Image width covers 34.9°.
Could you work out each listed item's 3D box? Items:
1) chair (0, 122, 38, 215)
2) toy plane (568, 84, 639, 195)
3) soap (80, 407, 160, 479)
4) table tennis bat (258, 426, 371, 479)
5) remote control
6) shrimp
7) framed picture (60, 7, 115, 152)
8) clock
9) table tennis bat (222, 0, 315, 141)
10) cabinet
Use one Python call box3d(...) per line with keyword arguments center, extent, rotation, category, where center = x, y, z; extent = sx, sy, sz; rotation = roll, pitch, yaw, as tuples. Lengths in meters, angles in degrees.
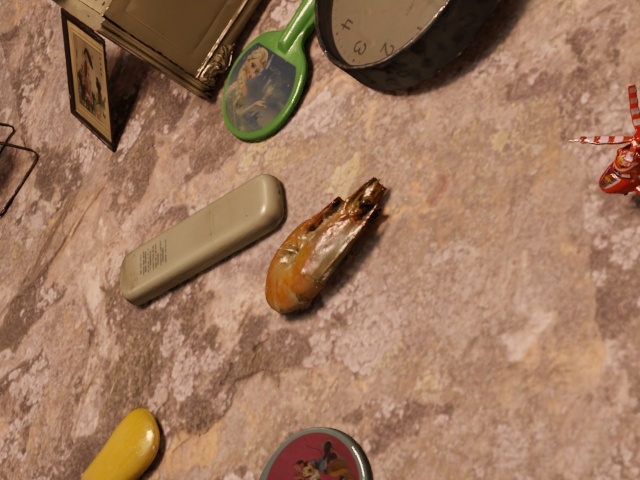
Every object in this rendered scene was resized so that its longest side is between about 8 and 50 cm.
box3d(center=(-0.650, -0.161, 1.817), extent=(0.140, 0.221, 0.145), rotation=(39, 100, 46), category="chair")
box3d(center=(0.348, -0.110, 0.968), extent=(0.194, 0.077, 0.126), rotation=(-47, 49, 5), category="toy plane")
box3d(center=(-0.276, 0.302, 1.385), extent=(0.168, 0.033, 0.089), rotation=(-47, 44, 16), category="soap")
box3d(center=(-0.039, 0.317, 1.159), extent=(0.244, 0.040, 0.153), rotation=(-44, 47, 13), category="table tennis bat")
box3d(center=(-0.174, 0.000, 1.427), extent=(0.310, 0.038, 0.090), rotation=(-29, 52, 30), category="remote control")
box3d(center=(-0.002, -0.001, 1.260), extent=(0.217, 0.051, 0.115), rotation=(-49, 43, 18), category="shrimp")
box3d(center=(-0.387, -0.269, 1.699), extent=(0.199, 0.010, 0.195), rotation=(38, 136, 46), category="framed picture")
box3d(center=(0.109, -0.340, 1.276), extent=(0.313, 0.061, 0.312), rotation=(-27, 53, 42), category="clock")
box3d(center=(-0.057, -0.257, 1.442), extent=(0.257, 0.039, 0.160), rotation=(-55, 46, 12), category="table tennis bat")
box3d(center=(-0.225, -0.433, 1.548), extent=(0.290, 0.227, 0.318), rotation=(37, 95, 47), category="cabinet")
